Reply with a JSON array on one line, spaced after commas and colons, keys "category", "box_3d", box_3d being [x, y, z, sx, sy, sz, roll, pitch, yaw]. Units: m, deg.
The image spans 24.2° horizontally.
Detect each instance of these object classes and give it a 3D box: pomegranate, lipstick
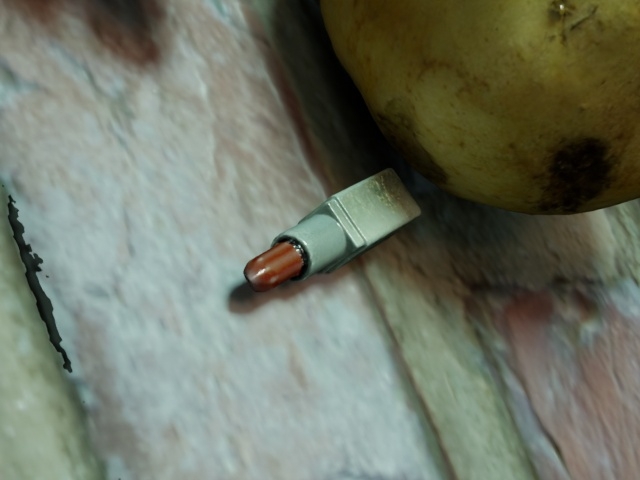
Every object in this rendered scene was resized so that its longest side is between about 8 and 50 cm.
[{"category": "pomegranate", "box_3d": [0.126, -0.140, 0.773, 0.260, 0.260, 0.260, 27, 44, -30]}, {"category": "lipstick", "box_3d": [0.000, 0.000, 0.706, 0.030, 0.030, 0.129, 57, 37, 4]}]
